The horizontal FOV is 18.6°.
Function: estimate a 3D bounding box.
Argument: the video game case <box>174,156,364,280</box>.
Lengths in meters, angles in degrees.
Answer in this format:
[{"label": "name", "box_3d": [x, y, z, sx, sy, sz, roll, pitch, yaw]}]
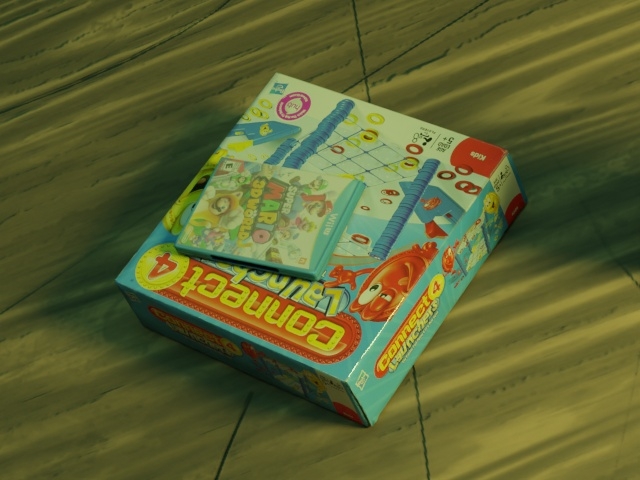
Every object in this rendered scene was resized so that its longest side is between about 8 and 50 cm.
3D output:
[{"label": "video game case", "box_3d": [-0.052, -0.024, 1.966, 0.166, 0.015, 0.119, 11, 58, 27]}]

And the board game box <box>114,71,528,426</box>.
[{"label": "board game box", "box_3d": [0.000, 0.000, 1.995, 0.308, 0.086, 0.302, 21, 63, 32]}]
